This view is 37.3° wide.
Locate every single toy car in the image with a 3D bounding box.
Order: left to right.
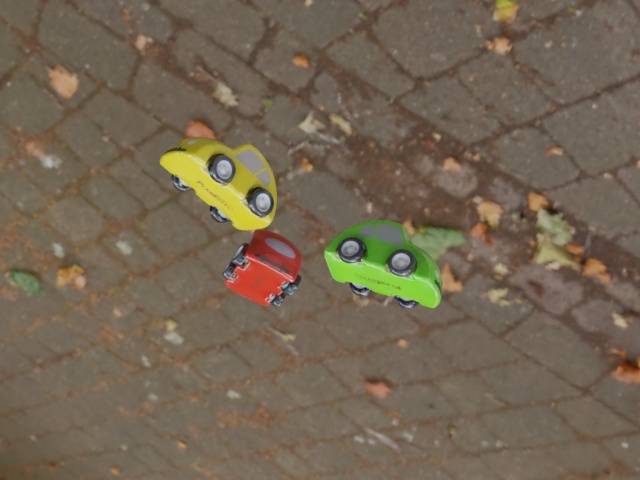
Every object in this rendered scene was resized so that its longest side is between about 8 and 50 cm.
[{"bbox_3d":[0.000,0.000,0.781,0.224,0.053,0.239,15,153,21],"label":"toy car"}]
